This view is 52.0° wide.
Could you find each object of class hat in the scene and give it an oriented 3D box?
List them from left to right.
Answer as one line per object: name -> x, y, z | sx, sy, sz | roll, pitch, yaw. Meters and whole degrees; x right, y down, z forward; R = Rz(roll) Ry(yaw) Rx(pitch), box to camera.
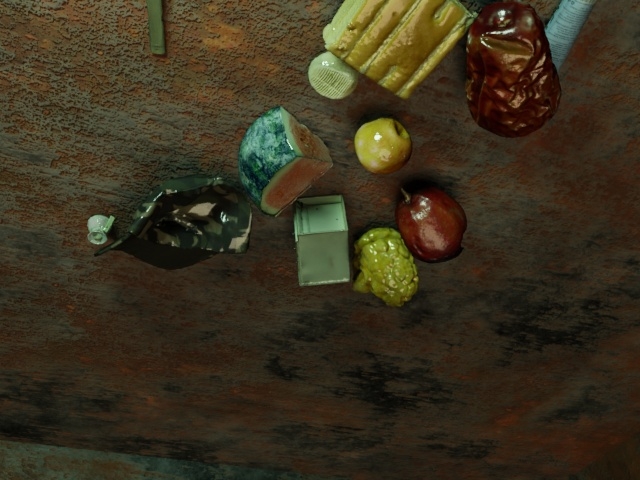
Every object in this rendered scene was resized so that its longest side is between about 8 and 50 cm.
hat -> -0.405, -0.051, 1.731 | 0.381, 0.257, 0.366 | 6, 172, 39

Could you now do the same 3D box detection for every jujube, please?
jujube -> 0.403, -0.357, 1.392 | 0.216, 0.216, 0.342 | -16, 152, 10

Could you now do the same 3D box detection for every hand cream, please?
hand cream -> 0.535, -0.474, 1.433 | 0.091, 0.058, 0.271 | 16, 137, -4

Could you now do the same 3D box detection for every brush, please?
brush -> -0.342, -0.470, 1.364 | 0.034, 0.027, 0.190 | 5, 143, -6

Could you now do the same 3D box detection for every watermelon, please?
watermelon -> -0.085, -0.167, 1.632 | 0.226, 0.148, 0.318 | -4, 139, -13

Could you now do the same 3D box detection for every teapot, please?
teapot -> -0.588, -0.032, 1.762 | 0.083, 0.064, 0.064 | -28, 133, 22

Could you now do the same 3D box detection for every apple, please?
apple -> 0.156, -0.228, 1.583 | 0.146, 0.146, 0.146 | -3, 136, -3

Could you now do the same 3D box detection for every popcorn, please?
popcorn -> 0.175, 0.084, 1.873 | 0.203, 0.200, 0.226 | -24, 126, 17

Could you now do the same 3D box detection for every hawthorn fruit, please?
hawthorn fruit -> 0.280, -0.056, 1.761 | 0.189, 0.189, 0.251 | -34, 115, 27

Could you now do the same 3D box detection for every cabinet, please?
cabinet -> 0.000, 0.000, 1.802 | 0.150, 0.145, 0.206 | -5, 136, -1

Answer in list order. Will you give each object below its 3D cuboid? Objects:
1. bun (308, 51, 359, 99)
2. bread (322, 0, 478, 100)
bun -> 0.031, -0.374, 1.471 | 0.115, 0.069, 0.115 | 13, 144, 9
bread -> 0.161, -0.450, 1.375 | 0.239, 0.111, 0.246 | 24, 128, -30
